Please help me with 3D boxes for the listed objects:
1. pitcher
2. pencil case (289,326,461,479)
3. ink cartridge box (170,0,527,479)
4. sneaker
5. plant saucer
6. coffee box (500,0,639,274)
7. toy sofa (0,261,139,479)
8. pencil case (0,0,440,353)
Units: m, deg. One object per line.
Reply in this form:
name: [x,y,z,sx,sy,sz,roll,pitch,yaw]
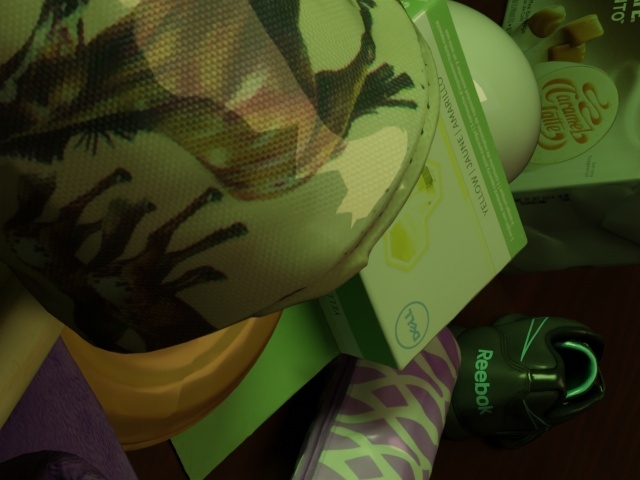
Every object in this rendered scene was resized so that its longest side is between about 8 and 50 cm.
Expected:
pitcher: [0.036,-0.066,1.118,0.207,0.125,0.178,20,86,-51]
pencil case: [0.019,0.123,1.081,0.088,0.086,0.206,45,41,-21]
ink cartridge box: [0.000,0.000,0.988,0.235,0.056,0.171,-43,127,-31]
sneaker: [0.158,0.102,1.342,0.267,0.106,0.101,-2,87,-66]
plant saucer: [-0.079,0.001,0.856,0.200,0.037,0.200,-10,105,-42]
coffee box: [0.205,-0.102,1.428,0.098,0.141,0.246,59,37,-43]
toy sofa: [-0.075,0.176,0.767,0.362,0.177,0.150,67,32,-32]
pencil case: [-0.152,-0.129,0.550,0.410,0.183,0.160,39,90,-31]
